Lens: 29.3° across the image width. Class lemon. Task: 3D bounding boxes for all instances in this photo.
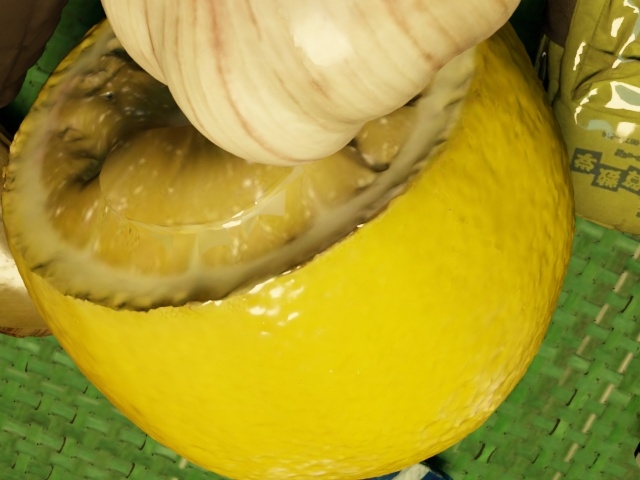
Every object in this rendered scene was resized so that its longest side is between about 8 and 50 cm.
[{"bbox_3d":[0.000,0.000,0.806,0.364,0.364,0.364,0,111,0],"label":"lemon"}]

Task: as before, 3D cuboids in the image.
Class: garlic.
[{"bbox_3d":[-0.021,-0.172,0.553,0.245,0.245,0.253,-38,145,14],"label":"garlic"}]

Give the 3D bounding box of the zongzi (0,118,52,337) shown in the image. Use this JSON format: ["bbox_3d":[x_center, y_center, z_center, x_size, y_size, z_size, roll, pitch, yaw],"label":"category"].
[{"bbox_3d":[-0.217,-0.047,0.888,0.289,0.123,0.260,0,112,1],"label":"zongzi"}]

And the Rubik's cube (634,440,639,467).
[{"bbox_3d":[0.318,0.164,0.979,0.112,0.133,0.133,27,111,16],"label":"Rubik's cube"}]

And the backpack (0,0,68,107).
[{"bbox_3d":[-0.289,-0.293,0.660,0.255,0.363,0.445,-10,75,-26],"label":"backpack"}]

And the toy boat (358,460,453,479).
[{"bbox_3d":[0.048,0.304,1.077,0.221,0.067,0.291,-25,120,10],"label":"toy boat"}]

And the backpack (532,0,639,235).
[{"bbox_3d":[0.243,-0.129,0.855,0.207,0.140,0.253,13,117,-5],"label":"backpack"}]
